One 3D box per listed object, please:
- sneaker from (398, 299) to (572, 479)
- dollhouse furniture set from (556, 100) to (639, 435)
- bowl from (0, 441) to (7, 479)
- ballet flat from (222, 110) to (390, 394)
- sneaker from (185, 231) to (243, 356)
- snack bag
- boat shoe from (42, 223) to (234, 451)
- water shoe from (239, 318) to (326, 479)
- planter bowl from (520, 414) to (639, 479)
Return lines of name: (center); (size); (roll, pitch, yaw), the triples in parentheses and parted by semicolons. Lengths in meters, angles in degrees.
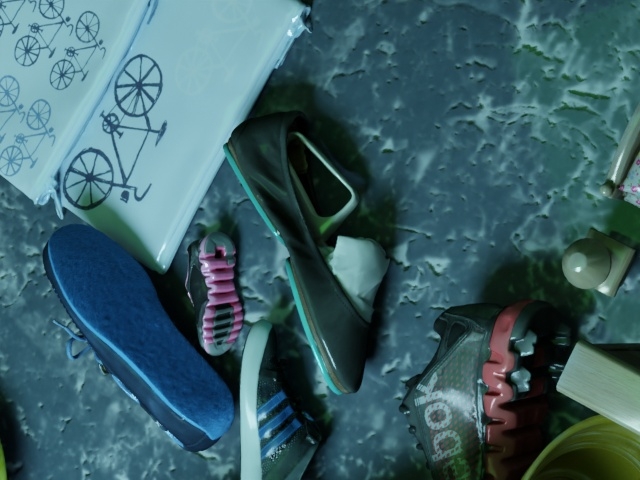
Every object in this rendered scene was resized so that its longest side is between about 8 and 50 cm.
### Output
sneaker: (0.133, 0.179, 1.593); (0.135, 0.097, 0.276); (12, 98, 37)
dollhouse furniture set: (0.350, -0.006, 1.440); (0.303, 0.174, 0.356); (29, 101, 26)
bowl: (-0.467, 0.269, 1.833); (0.289, 0.156, 0.290); (-12, 70, 37)
ballet flat: (0.000, 0.000, 1.675); (0.096, 0.095, 0.280); (-28, 75, 12)
sneaker: (-0.109, 0.052, 1.762); (0.057, 0.047, 0.119); (-6, 84, 50)
snack bag: (-0.209, -0.171, 1.824); (0.342, 0.037, 0.323); (36, 103, 25)
boat shoe: (-0.191, 0.103, 1.760); (0.258, 0.109, 0.089); (55, 145, 17)
water shoe: (-0.035, 0.175, 1.708); (0.080, 0.073, 0.203); (0, 87, 1)
planter bowl: (0.220, 0.249, 1.516); (0.090, 0.217, 0.217); (-2, 86, 62)
